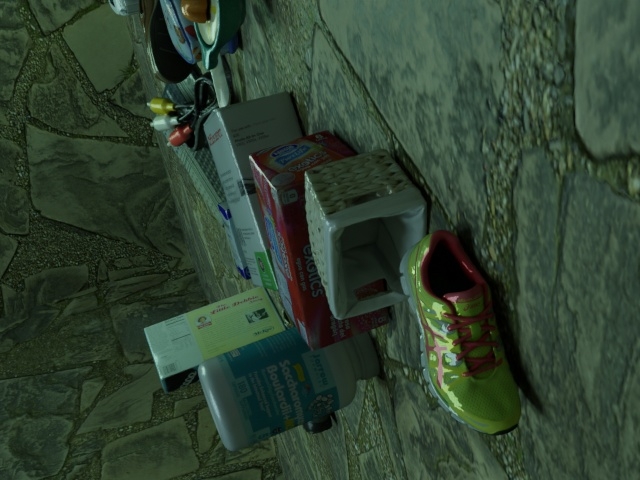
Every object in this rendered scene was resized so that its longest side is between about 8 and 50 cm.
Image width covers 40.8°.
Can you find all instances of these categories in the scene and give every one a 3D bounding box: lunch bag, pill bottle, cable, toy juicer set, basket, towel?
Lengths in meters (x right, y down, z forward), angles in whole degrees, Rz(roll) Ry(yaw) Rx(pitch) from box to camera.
[{"bbox_3d":[-0.244,-0.479,1.519,0.243,0.115,0.303,-125,19,-57],"label":"lunch bag"},{"bbox_3d":[-0.045,0.212,1.333,0.146,0.264,0.146,160,90,-77],"label":"pill bottle"},{"bbox_3d":[-0.259,-0.244,1.717,0.287,0.072,0.139,-5,115,61],"label":"cable"},{"bbox_3d":[-0.174,-0.374,1.282,0.329,0.089,0.209,112,141,-52],"label":"toy juicer set"},{"bbox_3d":[0.049,-0.008,0.972,0.167,0.113,0.103,86,165,-49],"label":"basket"},{"bbox_3d":[-0.239,-0.214,1.849,0.324,0.056,0.312,58,153,9],"label":"towel"}]

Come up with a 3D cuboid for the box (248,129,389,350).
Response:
[{"bbox_3d":[0.000,0.000,1.153,0.128,0.122,0.257,-129,24,-56],"label":"box"}]

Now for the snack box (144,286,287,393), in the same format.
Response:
[{"bbox_3d":[-0.255,0.238,2.118,0.187,0.322,0.060,-122,17,-47],"label":"snack box"}]

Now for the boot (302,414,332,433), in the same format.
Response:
[{"bbox_3d":[-0.041,0.307,1.919,0.246,0.083,0.161,-148,48,-62],"label":"boot"}]

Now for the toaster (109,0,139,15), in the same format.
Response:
[{"bbox_3d":[-0.430,-0.607,2.027,0.227,0.146,0.129,-131,26,-60],"label":"toaster"}]

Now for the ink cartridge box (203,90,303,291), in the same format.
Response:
[{"bbox_3d":[-0.081,-0.076,1.383,0.211,0.121,0.289,-177,69,-76],"label":"ink cartridge box"}]

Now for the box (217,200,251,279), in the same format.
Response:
[{"bbox_3d":[-0.102,-0.017,1.552,0.072,0.126,0.137,-142,34,-70],"label":"box"}]

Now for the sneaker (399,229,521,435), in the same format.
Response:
[{"bbox_3d":[0.133,0.082,0.815,0.094,0.081,0.208,106,144,-65],"label":"sneaker"}]

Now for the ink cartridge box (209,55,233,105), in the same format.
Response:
[{"bbox_3d":[-0.203,-0.323,1.749,0.115,0.029,0.063,95,152,-59],"label":"ink cartridge box"}]

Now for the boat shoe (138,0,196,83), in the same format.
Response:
[{"bbox_3d":[-0.304,-0.449,1.714,0.104,0.110,0.307,-18,71,57],"label":"boat shoe"}]

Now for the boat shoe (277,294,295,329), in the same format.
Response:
[{"bbox_3d":[-0.067,0.151,1.822,0.153,0.048,0.056,95,153,-60],"label":"boat shoe"}]
